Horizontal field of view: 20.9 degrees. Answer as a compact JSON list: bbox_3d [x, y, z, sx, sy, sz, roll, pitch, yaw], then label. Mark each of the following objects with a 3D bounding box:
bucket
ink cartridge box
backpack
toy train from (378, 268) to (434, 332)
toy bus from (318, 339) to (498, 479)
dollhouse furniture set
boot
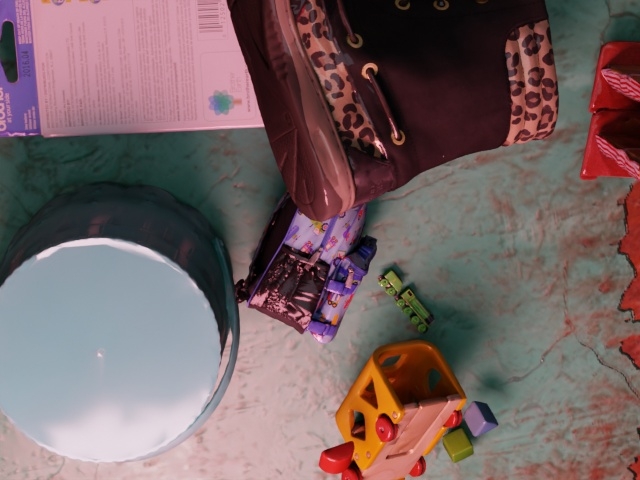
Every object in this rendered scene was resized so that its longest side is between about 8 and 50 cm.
[{"bbox_3d":[-0.219,0.089,1.798,0.281,0.183,0.281,-1,105,-2],"label":"bucket"},{"bbox_3d":[-0.187,-0.204,1.782,0.311,0.065,0.185,-4,104,-4],"label":"ink cartridge box"},{"bbox_3d":[0.000,0.000,1.796,0.117,0.158,0.173,26,100,1],"label":"backpack"},{"bbox_3d":[0.094,0.066,1.889,0.024,0.017,0.083,-41,103,-2],"label":"toy train"},{"bbox_3d":[0.070,0.195,1.876,0.202,0.191,0.104,-32,61,6],"label":"toy bus"},{"bbox_3d":[0.479,-0.107,1.769,0.374,0.201,0.152,2,105,-9],"label":"dollhouse furniture set"},{"bbox_3d":[0.066,-0.231,1.707,0.284,0.138,0.377,-15,89,-20],"label":"boot"}]
